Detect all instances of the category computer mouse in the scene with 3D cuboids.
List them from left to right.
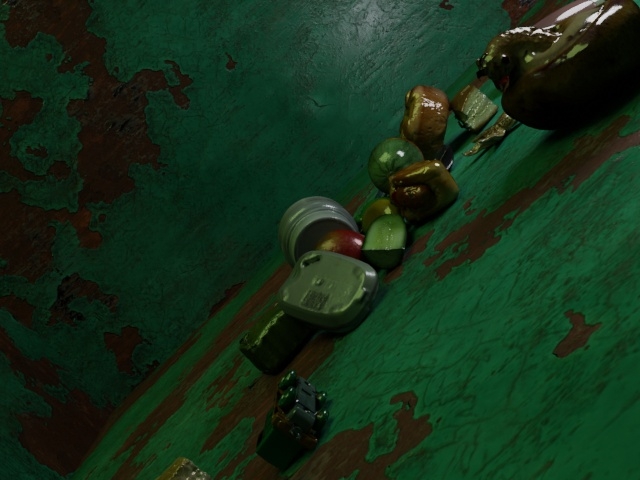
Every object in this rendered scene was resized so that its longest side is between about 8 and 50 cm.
[{"bbox_3d":[0.019,0.125,1.687,0.331,0.095,0.197,16,73,52],"label":"computer mouse"},{"bbox_3d":[0.365,-0.220,2.104,0.172,0.057,0.099,-61,15,-21],"label":"computer mouse"}]

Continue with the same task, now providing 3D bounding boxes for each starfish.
[{"bbox_3d":[0.493,-0.318,1.934,0.235,0.062,0.277,-36,13,51],"label":"starfish"}]

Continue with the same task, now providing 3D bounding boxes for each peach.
[{"bbox_3d":[0.070,0.065,1.860,0.190,0.192,0.190,17,-90,-76],"label":"peach"}]

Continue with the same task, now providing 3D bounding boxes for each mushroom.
[{"bbox_3d":[0.523,-0.399,1.467,0.345,0.259,0.345,-44,8,8],"label":"mushroom"}]

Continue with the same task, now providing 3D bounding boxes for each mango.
[{"bbox_3d":[0.185,-0.059,1.988,0.191,0.085,0.122,-11,66,60],"label":"mango"}]

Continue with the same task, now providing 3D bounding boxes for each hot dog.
[{"bbox_3d":[0.264,-0.132,1.859,0.153,0.150,0.256,-34,8,-3],"label":"hot dog"}]

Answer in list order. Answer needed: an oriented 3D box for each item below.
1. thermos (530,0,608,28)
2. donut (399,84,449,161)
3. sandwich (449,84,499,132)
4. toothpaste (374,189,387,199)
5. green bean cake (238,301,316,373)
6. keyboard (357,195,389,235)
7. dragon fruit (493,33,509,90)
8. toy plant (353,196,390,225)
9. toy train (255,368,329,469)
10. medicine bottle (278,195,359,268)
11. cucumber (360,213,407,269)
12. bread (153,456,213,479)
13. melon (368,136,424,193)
[{"bbox_3d":[0.754,-0.630,2.013,0.265,0.146,0.176,-34,-15,13],"label":"thermos"},{"bbox_3d":[0.352,-0.396,2.365,0.299,0.150,0.317,93,-174,-56],"label":"donut"},{"bbox_3d":[0.505,-0.431,2.262,0.128,0.122,0.236,-46,10,12],"label":"sandwich"},{"bbox_3d":[0.197,-0.127,2.349,0.057,0.035,0.197,-39,15,42],"label":"toothpaste"},{"bbox_3d":[-0.116,0.253,1.856,0.200,0.113,0.214,-48,8,-19],"label":"green bean cake"},{"bbox_3d":[0.220,-0.111,2.367,0.317,0.027,0.106,-44,11,5],"label":"keyboard"},{"bbox_3d":[0.667,-0.627,2.426,0.262,0.163,0.189,-119,47,-81],"label":"dragon fruit"},{"bbox_3d":[0.210,-0.098,2.142,0.240,0.088,0.154,-19,7,46],"label":"toy plant"},{"bbox_3d":[-0.057,0.329,1.262,0.136,0.091,0.228,-54,7,6],"label":"toy train"},{"bbox_3d":[0.000,0.000,2.097,0.245,0.245,0.306,-44,13,2],"label":"medicine bottle"},{"bbox_3d":[0.178,-0.003,1.794,0.115,0.063,0.244,-5,26,15],"label":"cucumber"},{"bbox_3d":[-0.216,0.458,1.053,0.224,0.183,0.211,-45,6,-24],"label":"bread"},{"bbox_3d":[0.241,-0.237,2.170,0.182,0.182,0.288,-42,8,15],"label":"melon"}]
